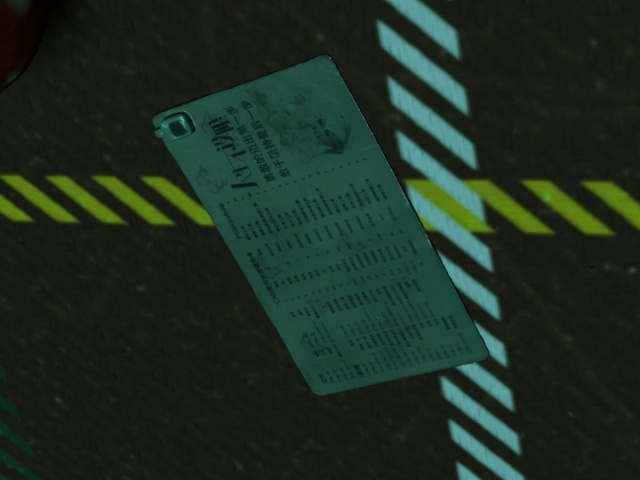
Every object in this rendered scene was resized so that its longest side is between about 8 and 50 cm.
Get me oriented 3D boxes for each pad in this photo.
[{"bbox_3d":[0.000,0.000,1.111,0.160,0.009,0.265,-17,115,31],"label":"pad"}]

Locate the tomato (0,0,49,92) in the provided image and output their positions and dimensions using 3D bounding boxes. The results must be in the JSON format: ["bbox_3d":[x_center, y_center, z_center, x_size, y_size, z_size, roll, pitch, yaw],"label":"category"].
[{"bbox_3d":[-0.273,-0.179,1.023,0.195,0.136,0.195,10,127,14],"label":"tomato"}]
